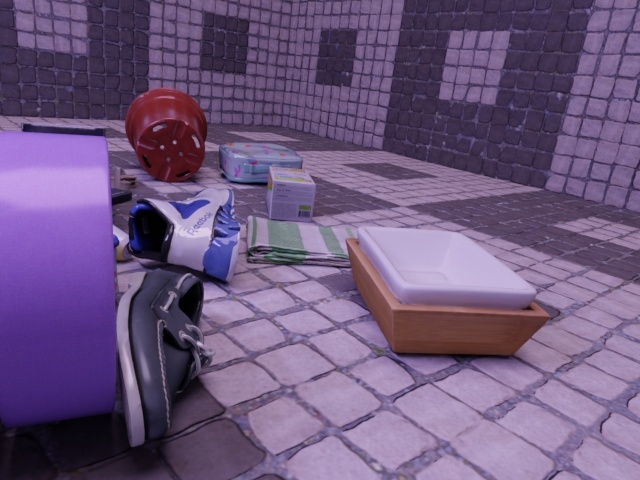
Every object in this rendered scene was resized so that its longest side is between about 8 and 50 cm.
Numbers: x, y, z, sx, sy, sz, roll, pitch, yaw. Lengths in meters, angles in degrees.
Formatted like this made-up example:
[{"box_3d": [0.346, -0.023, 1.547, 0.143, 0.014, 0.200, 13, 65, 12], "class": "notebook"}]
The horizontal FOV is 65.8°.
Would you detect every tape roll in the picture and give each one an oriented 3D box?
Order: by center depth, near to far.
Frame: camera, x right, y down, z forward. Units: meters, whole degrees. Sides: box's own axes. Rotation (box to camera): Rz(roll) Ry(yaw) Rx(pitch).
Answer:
[{"box_3d": [-0.256, 0.034, 0.489, 0.090, 0.275, 0.275, -2, 20, -25], "class": "tape roll"}]

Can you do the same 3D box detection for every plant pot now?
[{"box_3d": [-0.487, -0.325, 1.589, 0.272, 0.273, 0.265, 0, 27, -20], "class": "plant pot"}]

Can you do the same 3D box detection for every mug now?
[{"box_3d": [-0.374, 0.014, 0.891, 0.064, 0.078, 0.062, 21, -12, 15], "class": "mug"}]

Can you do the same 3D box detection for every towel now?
[{"box_3d": [0.000, 0.000, 1.085, 0.324, 0.038, 0.248, 4, 17, -10], "class": "towel"}]

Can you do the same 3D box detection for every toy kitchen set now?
[{"box_3d": [-0.530, -0.172, 1.365, 0.083, 0.068, 0.075, 21, 22, 36], "class": "toy kitchen set"}]

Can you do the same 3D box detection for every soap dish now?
[{"box_3d": [0.176, 0.073, 0.790, 0.228, 0.118, 0.291, 4, 18, -11], "class": "soap dish"}]

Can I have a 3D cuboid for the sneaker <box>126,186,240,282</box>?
[{"box_3d": [-0.256, -0.037, 0.914, 0.182, 0.128, 0.315, 13, 16, -21], "class": "sneaker"}]

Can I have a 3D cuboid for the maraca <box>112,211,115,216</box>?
[{"box_3d": [-0.493, -0.067, 1.018, 0.127, 0.099, 0.185, 8, -7, -10], "class": "maraca"}]

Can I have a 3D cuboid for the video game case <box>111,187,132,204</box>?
[{"box_3d": [-0.647, -0.119, 1.230, 0.274, 0.026, 0.196, 13, 18, 15], "class": "video game case"}]

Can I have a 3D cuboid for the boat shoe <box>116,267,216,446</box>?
[{"box_3d": [-0.171, 0.107, 0.563, 0.098, 0.116, 0.319, -3, 15, -16], "class": "boat shoe"}]

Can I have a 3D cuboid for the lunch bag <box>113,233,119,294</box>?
[{"box_3d": [-0.459, 0.034, 0.689, 0.303, 0.115, 0.243, -9, 22, -44], "class": "lunch bag"}]

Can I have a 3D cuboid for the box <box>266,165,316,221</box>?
[{"box_3d": [-0.085, -0.130, 1.345, 0.114, 0.103, 0.203, 4, 18, -10], "class": "box"}]

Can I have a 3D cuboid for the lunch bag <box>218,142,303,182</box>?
[{"box_3d": [-0.210, -0.261, 1.701, 0.279, 0.108, 0.224, -3, 25, -24], "class": "lunch bag"}]

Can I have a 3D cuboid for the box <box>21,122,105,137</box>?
[{"box_3d": [-0.541, -0.163, 1.062, 0.153, 0.108, 0.207, -1, -8, -24], "class": "box"}]
